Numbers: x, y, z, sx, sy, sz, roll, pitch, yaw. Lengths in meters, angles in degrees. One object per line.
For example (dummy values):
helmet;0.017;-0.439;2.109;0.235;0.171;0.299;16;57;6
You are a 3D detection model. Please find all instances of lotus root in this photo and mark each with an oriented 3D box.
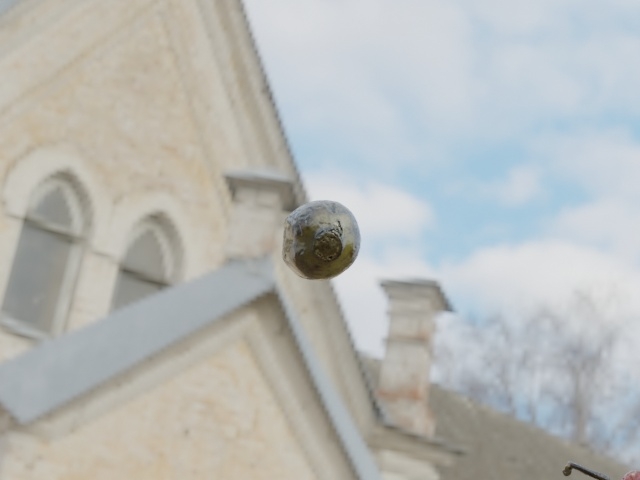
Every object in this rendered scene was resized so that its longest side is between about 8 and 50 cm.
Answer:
lotus root;0.000;0.000;1.915;0.081;0.089;0.179;5;-1;-9

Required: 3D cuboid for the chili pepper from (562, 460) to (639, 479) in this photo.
chili pepper;0.285;0.226;1.290;0.268;0.050;0.059;29;-40;34
